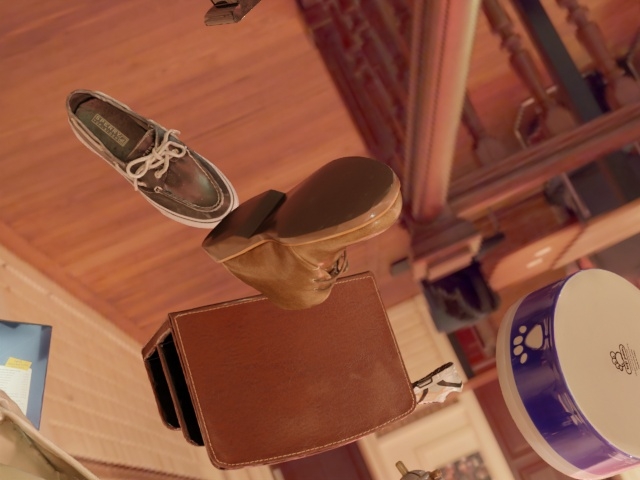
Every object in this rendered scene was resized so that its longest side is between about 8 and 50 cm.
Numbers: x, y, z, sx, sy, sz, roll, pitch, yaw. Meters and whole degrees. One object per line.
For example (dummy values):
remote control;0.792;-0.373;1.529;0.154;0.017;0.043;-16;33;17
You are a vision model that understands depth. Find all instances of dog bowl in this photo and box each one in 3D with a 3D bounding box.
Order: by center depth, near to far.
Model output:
dog bowl;0.363;0.175;1.334;0.264;0.265;0.104;-11;163;-41

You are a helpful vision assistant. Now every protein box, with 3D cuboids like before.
protein box;-0.549;0.230;1.618;0.199;0.201;0.136;9;166;-20

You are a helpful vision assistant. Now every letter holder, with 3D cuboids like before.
letter holder;-0.052;0.189;1.336;0.301;0.215;0.152;-11;162;-28

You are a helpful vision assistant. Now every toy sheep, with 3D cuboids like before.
toy sheep;0.148;0.364;1.407;0.091;0.132;0.091;-29;168;-7

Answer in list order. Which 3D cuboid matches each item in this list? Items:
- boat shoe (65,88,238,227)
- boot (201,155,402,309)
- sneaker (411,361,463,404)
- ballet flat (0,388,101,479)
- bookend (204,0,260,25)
boat shoe;-0.258;-0.130;1.542;0.113;0.306;0.105;-49;178;-8
boot;0.000;0.000;1.012;0.112;0.115;0.305;-49;-163;-28
sneaker;0.144;0.209;1.369;0.109;0.044;0.040;-32;-176;21
ballet flat;-0.265;0.184;0.809;0.139;0.139;0.400;-30;125;21
bookend;-0.082;-0.306;0.916;0.157;0.156;0.072;-47;-153;-15
